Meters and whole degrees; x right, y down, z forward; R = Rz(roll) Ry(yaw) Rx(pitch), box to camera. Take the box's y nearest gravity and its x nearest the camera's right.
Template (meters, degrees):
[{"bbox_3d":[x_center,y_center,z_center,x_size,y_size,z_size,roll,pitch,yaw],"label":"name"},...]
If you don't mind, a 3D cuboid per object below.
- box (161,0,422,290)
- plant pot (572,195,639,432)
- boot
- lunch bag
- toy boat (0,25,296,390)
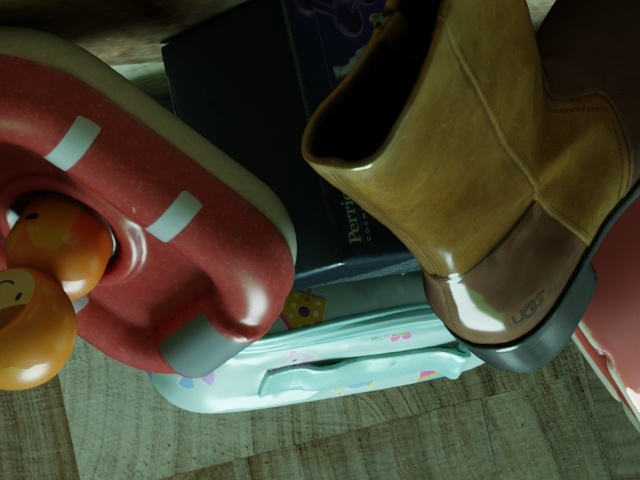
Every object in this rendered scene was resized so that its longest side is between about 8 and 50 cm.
[{"bbox_3d":[0.030,-0.057,0.993,0.207,0.153,0.108,-9,174,-45],"label":"box"},{"bbox_3d":[0.281,0.000,1.209,0.243,0.275,0.275,-33,175,2],"label":"plant pot"},{"bbox_3d":[0.093,-0.095,0.848,0.096,0.264,0.280,24,166,31],"label":"boot"},{"bbox_3d":[0.000,0.000,1.142,0.279,0.224,0.108,-9,142,-25],"label":"lunch bag"},{"bbox_3d":[-0.134,0.007,0.850,0.151,0.231,0.151,-37,-157,46],"label":"toy boat"}]
